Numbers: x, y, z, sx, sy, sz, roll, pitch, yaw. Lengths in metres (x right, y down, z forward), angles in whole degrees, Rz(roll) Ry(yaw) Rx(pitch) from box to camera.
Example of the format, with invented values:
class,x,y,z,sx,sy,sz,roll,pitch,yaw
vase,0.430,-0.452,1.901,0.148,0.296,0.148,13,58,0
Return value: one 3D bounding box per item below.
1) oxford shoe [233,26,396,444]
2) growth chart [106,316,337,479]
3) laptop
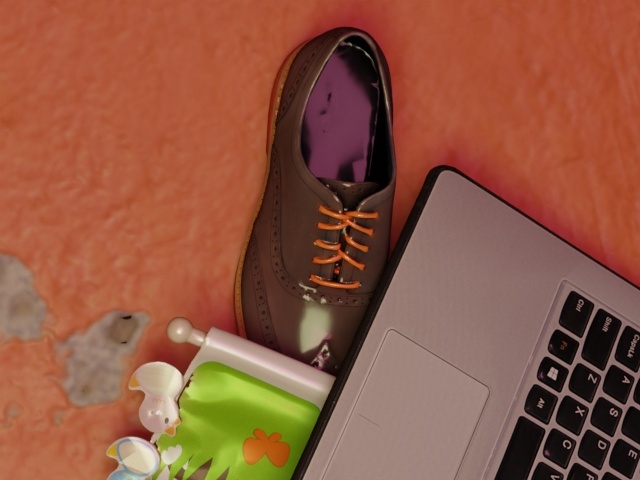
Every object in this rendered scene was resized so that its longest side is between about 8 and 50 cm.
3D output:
class,x,y,z,sx,sy,sz,roll,pitch,yaw
oxford shoe,0.000,0.000,1.136,0.097,0.098,0.271,2,86,-10
growth chart,-0.054,0.173,1.127,0.172,0.021,0.237,15,101,-7
laptop,0.209,0.187,1.029,0.408,0.236,0.382,32,65,-15
